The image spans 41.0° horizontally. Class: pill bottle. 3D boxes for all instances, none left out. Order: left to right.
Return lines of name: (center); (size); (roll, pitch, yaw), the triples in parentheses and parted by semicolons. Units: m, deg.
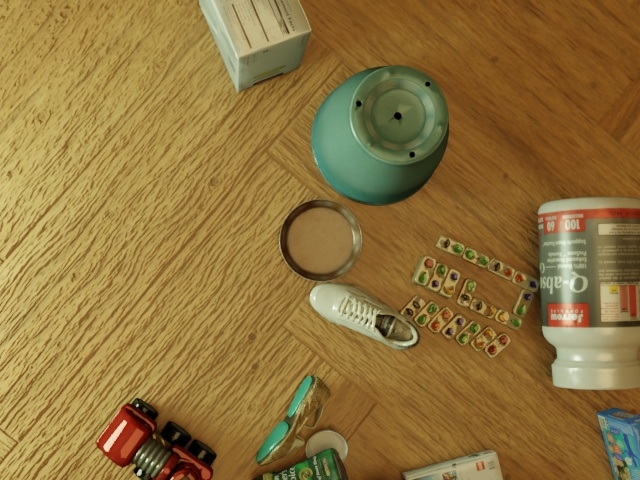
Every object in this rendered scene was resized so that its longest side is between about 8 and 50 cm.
pill bottle: (0.540, 0.103, 1.685); (0.210, 0.210, 0.363); (-1, 86, -6)

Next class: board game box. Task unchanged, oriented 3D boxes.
board game box: (0.290, 0.592, 1.707); (0.193, 0.053, 0.305); (-12, 88, -8)
board game box: (0.627, 0.448, 1.698); (0.047, 0.160, 0.210); (-14, 89, -7)

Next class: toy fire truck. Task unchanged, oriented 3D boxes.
toy fire truck: (-0.314, 0.417, 1.558); (0.217, 0.246, 0.158); (37, 83, -3)

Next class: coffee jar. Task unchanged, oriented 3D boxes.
coffee jar: (-0.041, 0.475, 1.646); (0.184, 0.079, 0.096); (-23, 52, 4)

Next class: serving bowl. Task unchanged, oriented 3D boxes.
serving bowl: (0.012, 0.410, 1.697); (0.083, 0.027, 0.083); (0, 104, -2)

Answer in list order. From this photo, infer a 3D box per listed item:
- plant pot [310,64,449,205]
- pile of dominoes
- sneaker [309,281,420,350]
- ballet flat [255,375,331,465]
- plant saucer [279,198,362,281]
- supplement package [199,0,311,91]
plant pot: (0.130, -0.214, 1.640); (0.271, 0.255, 0.272); (0, 87, -7)
pile of dominoes: (0.307, 0.118, 1.746); (0.251, 0.040, 0.196); (25, 84, -3)
sneaker: (0.090, 0.146, 1.693); (0.235, 0.095, 0.090); (22, 89, 2)
ballet flat: (-0.046, 0.366, 1.681); (0.067, 0.073, 0.206); (35, 87, -17)
plant saucer: (0.000, 0.000, 1.727); (0.168, 0.029, 0.168); (0, 87, -6)
supplement package: (-0.130, -0.425, 1.622); (0.145, 0.262, 0.204); (-23, 90, -6)
